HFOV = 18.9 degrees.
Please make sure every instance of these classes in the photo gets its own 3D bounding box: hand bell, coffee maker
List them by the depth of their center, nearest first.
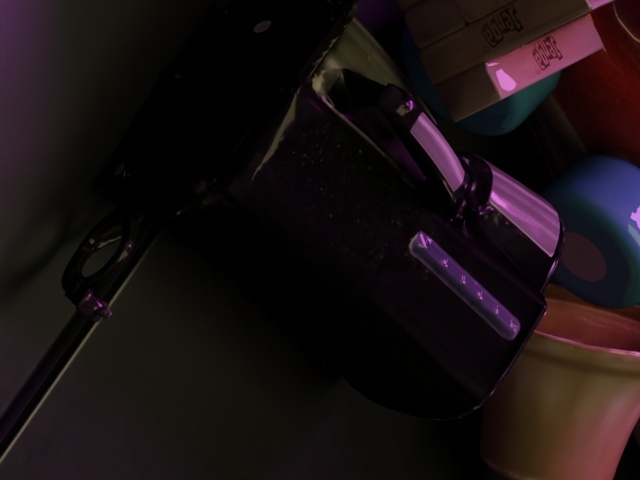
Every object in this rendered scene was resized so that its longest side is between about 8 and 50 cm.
[{"bbox_3d":[0.000,0.000,0.846,0.171,0.120,0.178,-43,122,5],"label":"coffee maker"},{"bbox_3d":[0.104,0.151,0.953,0.126,0.126,0.242,1,105,-39],"label":"hand bell"}]

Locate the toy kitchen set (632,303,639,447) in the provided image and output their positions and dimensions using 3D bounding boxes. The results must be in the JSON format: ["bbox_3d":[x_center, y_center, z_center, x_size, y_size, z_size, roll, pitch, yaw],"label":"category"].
[{"bbox_3d":[0.260,0.080,1.042,0.166,0.122,0.207,-45,119,-28],"label":"toy kitchen set"}]

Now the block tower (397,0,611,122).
[{"bbox_3d":[0.036,-0.225,0.791,0.091,0.097,0.335,-27,92,-46],"label":"block tower"}]

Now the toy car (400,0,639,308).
[{"bbox_3d":[0.204,-0.112,0.889,0.219,0.238,0.210,-43,103,-29],"label":"toy car"}]

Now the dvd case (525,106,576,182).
[{"bbox_3d":[0.147,-0.062,1.011,0.087,0.013,0.119,-40,117,-30],"label":"dvd case"}]
